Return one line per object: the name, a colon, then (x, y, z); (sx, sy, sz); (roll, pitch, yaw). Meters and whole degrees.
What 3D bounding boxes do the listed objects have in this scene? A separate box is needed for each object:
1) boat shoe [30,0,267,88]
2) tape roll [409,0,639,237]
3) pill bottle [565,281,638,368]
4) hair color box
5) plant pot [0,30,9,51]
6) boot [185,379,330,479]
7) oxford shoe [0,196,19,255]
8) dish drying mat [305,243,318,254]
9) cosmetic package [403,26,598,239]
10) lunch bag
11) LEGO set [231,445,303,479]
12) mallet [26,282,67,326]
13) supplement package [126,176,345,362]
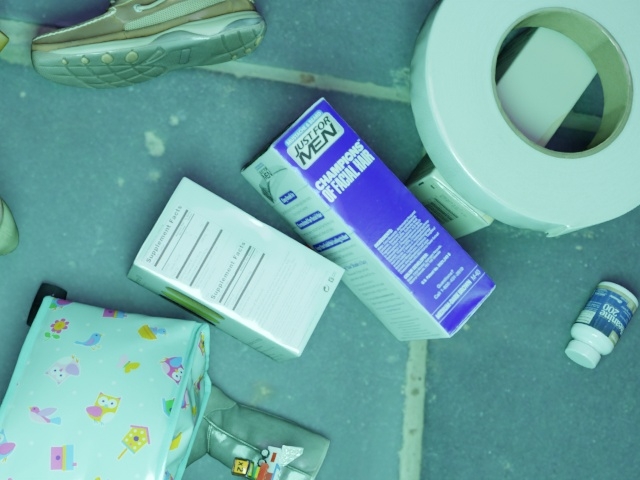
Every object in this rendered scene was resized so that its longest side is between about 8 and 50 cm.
boat shoe: (-0.239, -0.291, 1.490); (0.325, 0.123, 0.116); (-14, 78, -22)
tape roll: (0.311, -0.203, 1.467); (0.392, 0.072, 0.391); (3, 81, -15)
pill bottle: (0.411, 0.126, 1.603); (0.067, 0.067, 0.120); (37, 74, -6)
hair color box: (0.059, -0.019, 1.469); (0.339, 0.185, 0.110); (45, 73, -7)
plant pot: (-0.533, -0.245, 1.371); (0.205, 0.205, 0.188); (38, 90, -6)
boot: (-0.114, 0.298, 1.449); (0.209, 0.076, 0.189); (35, 77, -13)
oxford shoe: (-0.564, -0.059, 1.360); (0.397, 0.146, 0.140); (23, 76, 11)
dish drying mat: (0.000, 0.000, 1.551); (0.032, 0.008, 0.083); (26, 76, -10)
cosmetic package: (0.255, -0.159, 1.564); (0.113, 0.160, 0.309); (40, 75, -6)
lunch bag: (-0.263, 0.217, 1.306); (0.224, 0.160, 0.262); (8, 46, 4)
LEGO set: (-0.081, 0.363, 1.340); (0.060, 0.182, 0.244); (9, 105, 13)
mallet: (-0.296, 0.124, 1.445); (0.190, 0.039, 0.062); (30, 74, -12)
supplement package: (-0.116, 0.044, 1.447); (0.244, 0.139, 0.133); (30, 74, -7)
